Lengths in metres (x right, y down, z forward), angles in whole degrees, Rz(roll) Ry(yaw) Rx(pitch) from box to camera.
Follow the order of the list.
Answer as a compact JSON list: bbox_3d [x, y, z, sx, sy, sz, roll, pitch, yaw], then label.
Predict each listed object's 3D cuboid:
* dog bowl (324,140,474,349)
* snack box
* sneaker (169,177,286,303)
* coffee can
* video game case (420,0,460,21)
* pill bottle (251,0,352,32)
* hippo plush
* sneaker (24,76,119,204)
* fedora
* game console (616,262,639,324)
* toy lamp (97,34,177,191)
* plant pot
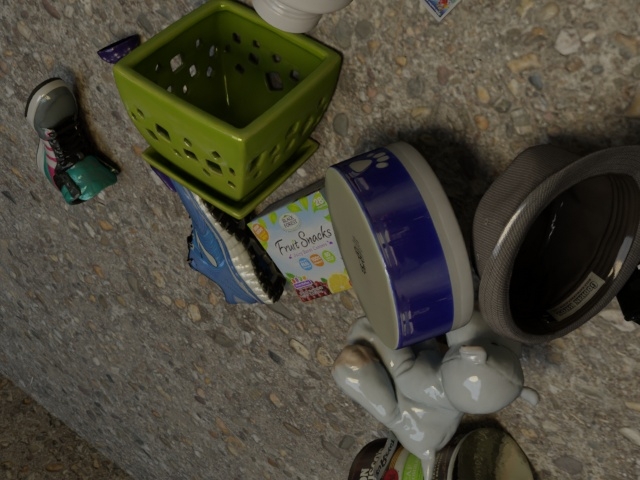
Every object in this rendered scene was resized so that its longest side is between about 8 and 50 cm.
[{"bbox_3d":[0.099,0.008,0.973,0.265,0.104,0.265,161,90,-82],"label":"dog bowl"},{"bbox_3d":[0.000,0.000,1.192,0.207,0.070,0.174,-20,109,48],"label":"snack box"},{"bbox_3d":[-0.197,-0.011,1.290,0.147,0.130,0.330,-16,113,25],"label":"sneaker"},{"bbox_3d":[0.209,0.446,1.290,0.201,0.201,0.275,53,141,-9],"label":"coffee can"},{"bbox_3d":[0.145,-0.320,0.824,0.087,0.011,0.122,48,142,-3],"label":"video game case"},{"bbox_3d":[0.004,-0.359,0.809,0.146,0.146,0.264,43,142,4],"label":"pill bottle"},{"bbox_3d":[0.168,0.189,1.061,0.234,0.294,0.236,31,136,-16],"label":"hippo plush"},{"bbox_3d":[-0.488,-0.171,1.442,0.178,0.124,0.295,43,150,12],"label":"sneaker"},{"bbox_3d":[0.268,-0.014,0.855,0.124,0.244,0.275,-129,32,-48],"label":"fedora"},{"bbox_3d":[0.437,0.061,0.892,0.122,0.071,0.107,-34,68,51],"label":"game console"},{"bbox_3d":[-0.298,-0.214,1.271,0.080,0.080,0.274,0,123,43],"label":"toy lamp"},{"bbox_3d":[-0.129,-0.177,1.038,0.228,0.227,0.207,32,146,17],"label":"plant pot"}]
